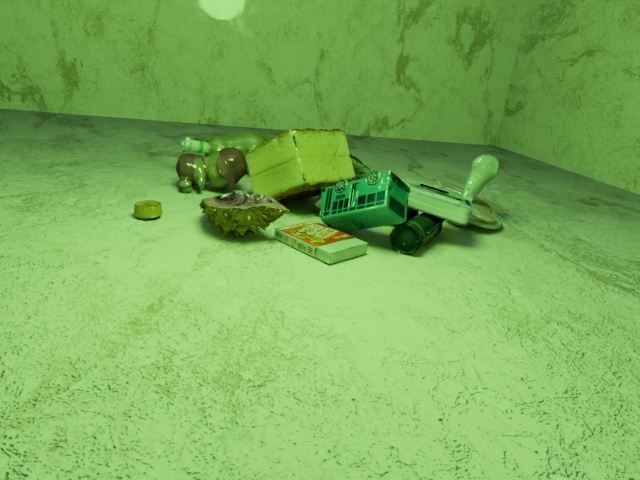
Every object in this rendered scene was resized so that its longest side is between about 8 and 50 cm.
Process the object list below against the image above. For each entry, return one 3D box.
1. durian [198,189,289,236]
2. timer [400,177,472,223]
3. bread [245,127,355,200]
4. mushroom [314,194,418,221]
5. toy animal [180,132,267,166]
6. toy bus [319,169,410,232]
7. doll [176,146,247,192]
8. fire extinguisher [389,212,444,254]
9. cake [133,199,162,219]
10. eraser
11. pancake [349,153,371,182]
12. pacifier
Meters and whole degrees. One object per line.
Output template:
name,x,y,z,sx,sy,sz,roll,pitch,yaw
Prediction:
durian,-0.256,-0.076,1.457,0.191,0.112,0.341,-20,23,-34
timer,0.349,-0.134,1.565,0.254,0.078,0.178,17,18,7
bread,-0.070,-0.257,1.737,0.279,0.207,0.279,-17,-2,41
mushroom,0.155,-0.117,1.670,0.350,0.128,0.128,13,20,4
toy animal,-0.398,-0.361,2.102,0.363,0.180,0.181,-6,16,-14
toy bus,0.123,-0.106,1.471,0.256,0.147,0.128,-10,-28,39
doll,-0.397,-0.257,1.834,0.256,0.152,0.196,-11,54,-5
fire extinguisher,0.317,-0.035,1.533,0.118,0.093,0.294,-31,-4,35
cake,-0.520,-0.092,1.496,0.084,0.044,0.084,4,20,-2
eraser,0.000,0.000,1.412,0.157,0.038,0.230,-13,28,-43
pancake,0.065,-0.327,2.172,0.305,0.067,0.427,41,28,6
pacifier,0.533,-0.163,1.780,0.221,0.273,0.332,-6,17,15
